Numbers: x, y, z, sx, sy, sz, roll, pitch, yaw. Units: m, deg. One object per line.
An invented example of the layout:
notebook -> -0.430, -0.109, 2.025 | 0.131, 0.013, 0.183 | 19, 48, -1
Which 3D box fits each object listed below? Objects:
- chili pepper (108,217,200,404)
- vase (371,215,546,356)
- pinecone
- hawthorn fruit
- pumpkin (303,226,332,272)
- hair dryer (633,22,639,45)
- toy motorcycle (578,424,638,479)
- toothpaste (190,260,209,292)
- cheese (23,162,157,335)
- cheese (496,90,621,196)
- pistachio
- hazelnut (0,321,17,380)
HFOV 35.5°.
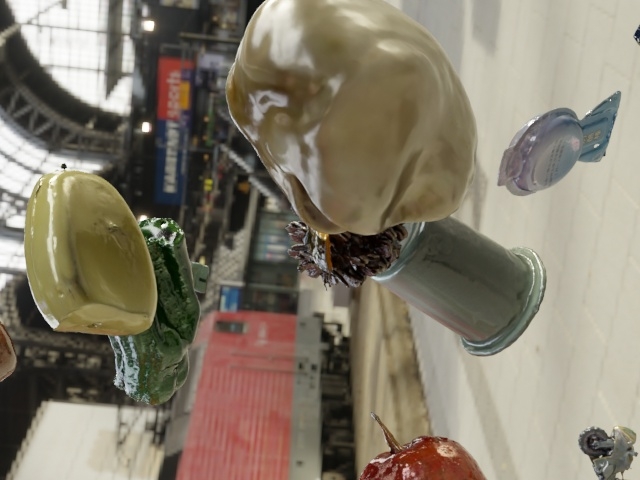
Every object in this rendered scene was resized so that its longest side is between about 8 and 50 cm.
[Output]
chili pepper -> -0.327, 0.152, 1.980 | 0.213, 0.167, 0.385 | -77, -6, -59
vase -> 0.245, 0.053, 1.904 | 0.245, 0.291, 0.245 | -45, 26, 29
pinecone -> 0.035, -0.016, 1.710 | 0.221, 0.221, 0.221 | -174, 90, -88
hawthorn fruit -> 0.132, 0.339, 1.355 | 0.207, 0.207, 0.243 | 103, 143, -73
pumpkin -> 0.001, 0.002, 1.575 | 0.101, 0.035, 0.073 | -122, 27, -48
hair dryer -> 0.518, -0.269, 1.302 | 0.067, 0.167, 0.199 | -59, 1, -15
toy motorcycle -> 0.687, 0.520, 2.287 | 0.094, 0.130, 0.229 | -93, -23, -85
toothpaste -> -0.355, 0.051, 2.101 | 0.037, 0.255, 0.067 | -59, -17, -63
cheese -> -0.400, 0.011, 1.720 | 0.259, 0.128, 0.316 | 27, -142, -58
cheese -> 0.333, -0.132, 1.395 | 0.052, 0.244, 0.135 | 39, 137, 36
pistachio -> 0.056, -0.181, 1.448 | 0.281, 0.445, 0.365 | -7, 68, 48
hazelnut -> -0.480, 0.149, 1.337 | 0.143, 0.154, 0.143 | 11, -103, -52
